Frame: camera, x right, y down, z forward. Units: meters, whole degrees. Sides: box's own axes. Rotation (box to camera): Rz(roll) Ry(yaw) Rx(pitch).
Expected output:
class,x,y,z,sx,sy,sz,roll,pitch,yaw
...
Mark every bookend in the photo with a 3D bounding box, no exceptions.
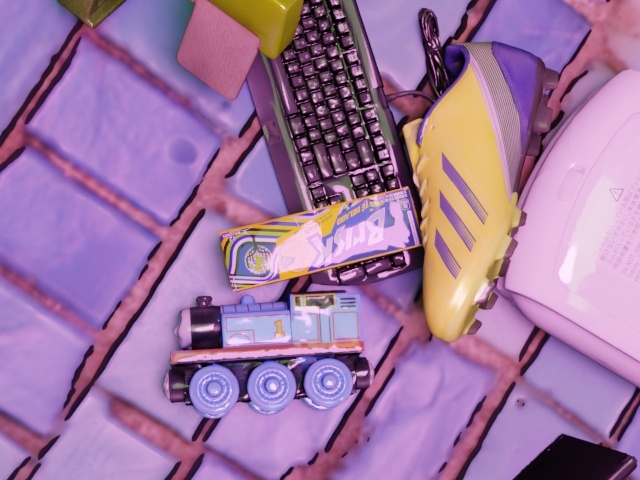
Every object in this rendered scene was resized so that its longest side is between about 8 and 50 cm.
class,x,y,z,sx,sy,sz,roll,pitch,yaw
bookend,0.260,0.256,0.942,0.072,0.157,0.156,-40,92,-8

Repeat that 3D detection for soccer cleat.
class,x,y,z,sx,sy,sz,roll,pitch,yaw
soccer cleat,0.118,-0.047,0.926,0.121,0.093,0.289,16,63,6

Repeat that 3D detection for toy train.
class,x,y,z,sx,sy,sz,roll,pitch,yaw
toy train,-0.046,0.098,0.949,0.184,0.080,0.105,-3,78,-6

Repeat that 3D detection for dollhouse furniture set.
class,x,y,z,sx,sy,sz,roll,pitch,yaw
dollhouse furniture set,-0.052,-0.279,0.962,0.197,0.151,0.301,36,52,0

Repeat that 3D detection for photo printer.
class,x,y,z,sx,sy,sz,roll,pitch,yaw
photo printer,0.328,0.011,0.993,0.307,0.107,0.256,30,83,-5

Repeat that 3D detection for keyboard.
class,x,y,z,sx,sy,sz,roll,pitch,yaw
keyboard,0.044,-0.126,0.998,0.201,0.033,0.317,-18,90,-9

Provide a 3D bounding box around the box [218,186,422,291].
class,x,y,z,sx,sy,sz,roll,pitch,yaw
box,0.000,0.000,0.947,0.168,0.059,0.054,-14,88,-2
